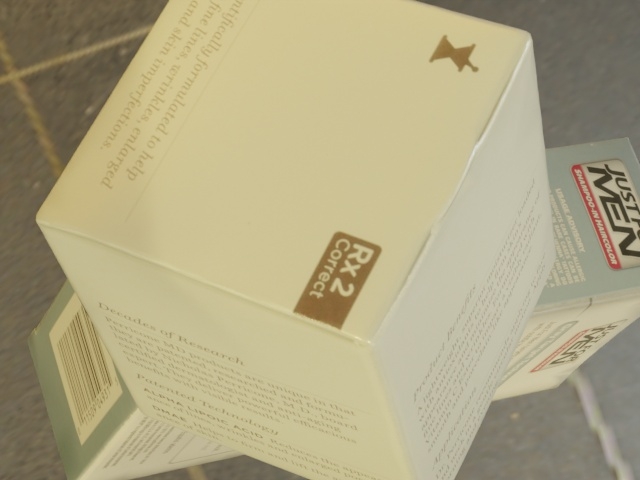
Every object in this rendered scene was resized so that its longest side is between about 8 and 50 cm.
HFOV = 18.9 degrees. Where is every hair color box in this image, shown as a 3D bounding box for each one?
[{"bbox_3d":[0.023,0.044,1.229,0.375,0.185,0.113,-9,68,-27],"label":"hair color box"}]

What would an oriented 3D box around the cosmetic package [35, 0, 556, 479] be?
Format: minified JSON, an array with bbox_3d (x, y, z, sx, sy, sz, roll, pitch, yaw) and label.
[{"bbox_3d":[0.000,0.000,0.815,0.151,0.183,0.151,19,64,20],"label":"cosmetic package"}]
